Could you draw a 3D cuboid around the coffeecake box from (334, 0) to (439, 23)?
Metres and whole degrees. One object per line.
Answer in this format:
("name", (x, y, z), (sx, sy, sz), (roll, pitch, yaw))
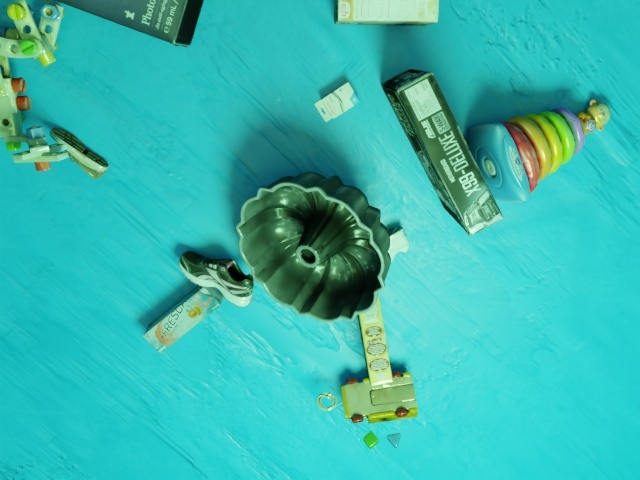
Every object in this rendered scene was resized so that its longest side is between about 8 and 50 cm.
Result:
("coffeecake box", (0.122, -0.451, 1.318), (0.186, 0.142, 0.068), (1, 105, -2))

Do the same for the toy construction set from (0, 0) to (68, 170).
("toy construction set", (-0.591, -0.296, 1.344), (0.215, 0.151, 0.327), (-5, 95, -1))

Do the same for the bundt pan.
("bundt pan", (0.000, 0.000, 1.394), (0.331, 0.124, 0.330), (16, 129, 21))

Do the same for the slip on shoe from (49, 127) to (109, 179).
("slip on shoe", (-0.506, -0.179, 1.423), (0.135, 0.051, 0.041), (36, 113, -17))

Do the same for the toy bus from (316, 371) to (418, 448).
("toy bus", (0.125, 0.368, 1.564), (0.202, 0.104, 0.191), (34, 70, 20))

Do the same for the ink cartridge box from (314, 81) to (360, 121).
("ink cartridge box", (0.034, -0.285, 1.420), (0.083, 0.028, 0.048), (-33, 104, 7))

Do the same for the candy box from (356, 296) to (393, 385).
("candy box", (0.115, 0.213, 1.489), (0.053, 0.109, 0.186), (-11, 85, 0))

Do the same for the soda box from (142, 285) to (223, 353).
("soda box", (-0.302, 0.167, 1.514), (0.183, 0.063, 0.058), (-39, 103, 8))

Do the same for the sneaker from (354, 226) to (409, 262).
("sneaker", (0.124, 0.031, 1.497), (0.152, 0.053, 0.061), (-28, 107, 5))

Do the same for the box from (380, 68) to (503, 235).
("box", (0.231, -0.183, 1.345), (0.077, 0.242, 0.307), (-29, 105, 6))

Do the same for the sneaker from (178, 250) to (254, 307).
("sneaker", (-0.214, 0.063, 1.465), (0.178, 0.072, 0.077), (27, 126, 4))

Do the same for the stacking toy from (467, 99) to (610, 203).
("stacking toy", (0.474, -0.209, 1.410), (0.302, 0.166, 0.175), (-25, 101, -10))

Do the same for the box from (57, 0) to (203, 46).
("box", (-0.350, -0.548, 1.258), (0.294, 0.183, 0.296), (19, 104, -5))
